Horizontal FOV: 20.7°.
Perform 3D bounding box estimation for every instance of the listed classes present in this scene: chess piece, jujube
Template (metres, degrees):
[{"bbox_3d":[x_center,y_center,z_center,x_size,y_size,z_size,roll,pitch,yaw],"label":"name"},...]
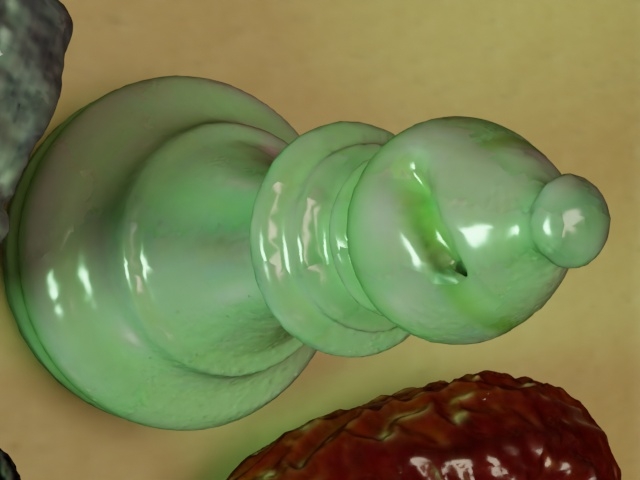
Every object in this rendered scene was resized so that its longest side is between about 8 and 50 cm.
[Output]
[{"bbox_3d":[0.000,0.000,0.601,0.139,0.272,0.139,2,86,-32],"label":"chess piece"},{"bbox_3d":[0.040,0.116,0.717,0.176,0.109,0.112,-9,87,-30],"label":"jujube"}]

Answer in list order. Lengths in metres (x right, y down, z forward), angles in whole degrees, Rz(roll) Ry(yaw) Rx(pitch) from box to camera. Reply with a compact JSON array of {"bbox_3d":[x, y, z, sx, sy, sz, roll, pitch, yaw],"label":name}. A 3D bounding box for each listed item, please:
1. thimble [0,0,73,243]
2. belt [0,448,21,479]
[{"bbox_3d":[-0.160,-0.041,0.574,0.098,0.150,0.150,34,70,-30],"label":"thimble"},{"bbox_3d":[-0.181,0.226,0.558,0.094,0.126,0.359,21,75,-32],"label":"belt"}]
